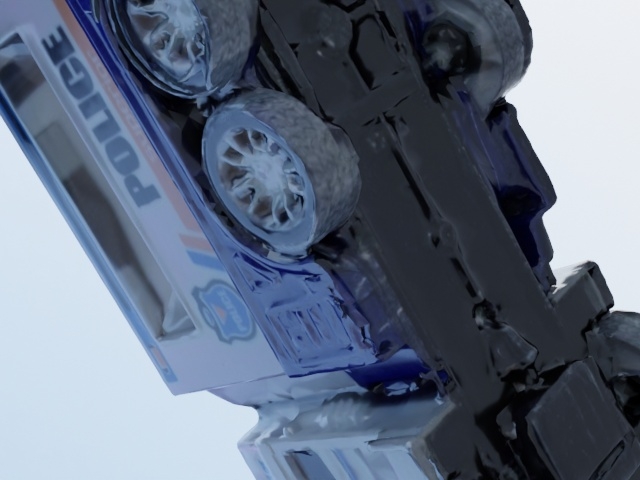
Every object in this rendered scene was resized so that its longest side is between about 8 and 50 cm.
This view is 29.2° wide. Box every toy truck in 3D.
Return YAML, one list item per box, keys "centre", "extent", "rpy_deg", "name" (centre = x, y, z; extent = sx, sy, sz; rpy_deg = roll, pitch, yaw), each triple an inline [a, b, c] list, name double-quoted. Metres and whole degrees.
- centre: [0.000, 0.000, 0.410]
  extent: [0.124, 0.155, 0.268]
  rpy_deg: [-37, -78, -39]
  name: "toy truck"
